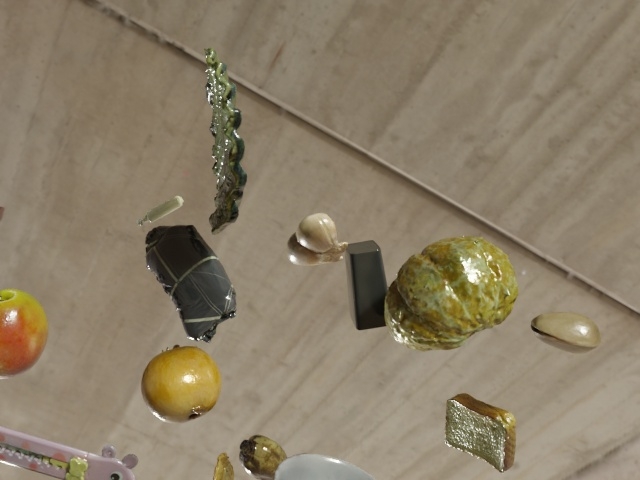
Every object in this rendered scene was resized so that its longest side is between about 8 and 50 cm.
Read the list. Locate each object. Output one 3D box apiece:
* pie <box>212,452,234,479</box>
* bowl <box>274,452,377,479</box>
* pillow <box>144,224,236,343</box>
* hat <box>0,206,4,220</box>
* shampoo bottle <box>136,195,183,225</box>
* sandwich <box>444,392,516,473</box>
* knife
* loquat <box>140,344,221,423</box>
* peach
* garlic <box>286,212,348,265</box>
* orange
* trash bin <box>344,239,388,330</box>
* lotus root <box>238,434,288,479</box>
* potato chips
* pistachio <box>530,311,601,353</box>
[{"bbox_3d":[-0.243,0.577,1.754,0.170,0.034,0.092,59,26,-77],"label":"pie"},{"bbox_3d":[0.020,0.721,1.825,0.345,0.345,0.157,-99,-152,-72],"label":"bowl"},{"bbox_3d":[-0.308,0.084,1.640,0.161,0.335,0.092,-41,150,6],"label":"pillow"},{"bbox_3d":[-0.732,-0.041,1.384,0.205,0.089,0.205,-25,-177,1],"label":"hat"},{"bbox_3d":[-0.437,-0.076,1.898,0.141,0.034,0.049,-27,-158,11],"label":"shampoo bottle"},{"bbox_3d":[0.470,0.564,2.081,0.214,0.065,0.186,14,-66,43],"label":"sandwich"},{"bbox_3d":[-0.550,0.422,1.371,0.038,0.398,0.132,-90,-161,-84],"label":"knife"},{"bbox_3d":[-0.262,0.271,1.326,0.137,0.163,0.163,90,13,-46],"label":"loquat"},{"bbox_3d":[-0.806,0.238,1.791,0.231,0.231,0.231,-58,-168,19],"label":"peach"},{"bbox_3d":[-0.012,-0.006,1.561,0.174,0.124,0.099,110,-34,-56],"label":"garlic"},{"bbox_3d":[0.328,0.127,1.818,0.368,0.271,0.210,-32,147,-2],"label":"orange"},{"bbox_3d":[0.134,0.127,2.066,0.165,0.115,0.226,-114,-166,-78],"label":"trash bin"},{"bbox_3d":[-0.167,0.688,2.186,0.138,0.214,0.138,-25,-148,17],"label":"lotus root"},{"bbox_3d":[-0.220,-0.209,1.547,0.429,0.070,0.359,125,-43,-70],"label":"potato chips"},{"bbox_3d":[0.658,0.248,1.894,0.126,0.185,0.108,-57,157,-62],"label":"pistachio"}]
